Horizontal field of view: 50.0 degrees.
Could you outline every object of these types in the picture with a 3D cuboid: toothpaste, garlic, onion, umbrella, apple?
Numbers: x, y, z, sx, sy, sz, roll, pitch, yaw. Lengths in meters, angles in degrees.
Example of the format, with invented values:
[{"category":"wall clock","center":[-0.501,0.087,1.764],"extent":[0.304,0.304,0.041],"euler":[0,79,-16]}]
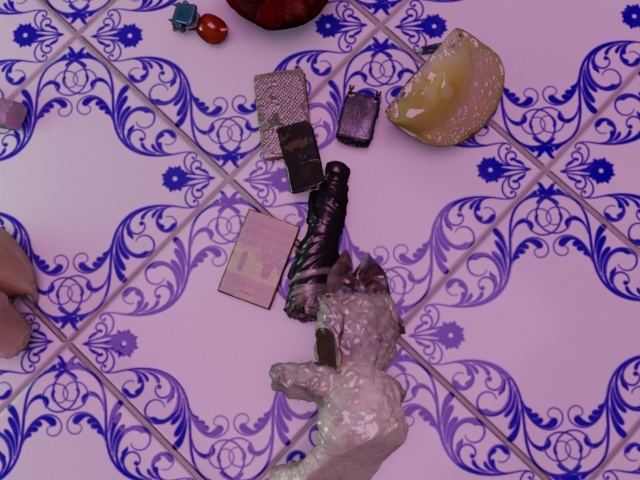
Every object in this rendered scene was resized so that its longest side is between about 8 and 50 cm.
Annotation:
[{"category":"toothpaste","center":[0.258,-0.439,1.570],"extent":[0.083,0.019,0.027],"euler":[-10,57,-2]},{"category":"garlic","center":[-0.746,0.105,1.426],"extent":[0.312,0.286,0.250],"euler":[15,126,9]},{"category":"onion","center":[-0.096,-0.593,1.484],"extent":[0.276,0.276,0.276],"euler":[0,81,1]},{"category":"umbrella","center":[0.005,0.002,1.479],"extent":[0.113,0.106,0.358],"euler":[13,74,-7]},{"category":"apple","center":[0.279,-0.310,1.503],"extent":[0.193,0.120,0.265],"euler":[40,86,-7]}]

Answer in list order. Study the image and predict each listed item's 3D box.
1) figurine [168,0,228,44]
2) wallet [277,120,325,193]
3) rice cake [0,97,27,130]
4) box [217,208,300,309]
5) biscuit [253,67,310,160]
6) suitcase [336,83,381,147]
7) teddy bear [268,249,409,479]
[{"category":"figurine","center":[-0.272,-0.492,1.559],"extent":[0.140,0.075,0.068],"euler":[18,81,6]},{"category":"wallet","center":[-0.042,-0.181,1.484],"extent":[0.082,0.018,0.157],"euler":[-14,75,9]},{"category":"rice cake","center":[-0.846,-0.302,1.549],"extent":[0.364,0.056,0.073],"euler":[7,79,2]},{"category":"box","center":[-0.133,0.041,1.496],"extent":[0.121,0.030,0.193],"euler":[20,82,4]},{"category":"biscuit","center":[-0.083,-0.283,1.541],"extent":[0.121,0.040,0.200],"euler":[-8,82,2]},{"category":"suitcase","center":[0.084,-0.272,1.526],"extent":[0.086,0.059,0.126],"euler":[14,82,5]},{"category":"teddy bear","center":[0.030,0.273,1.370],"extent":[0.327,0.375,0.362],"euler":[10,45,-36]}]
